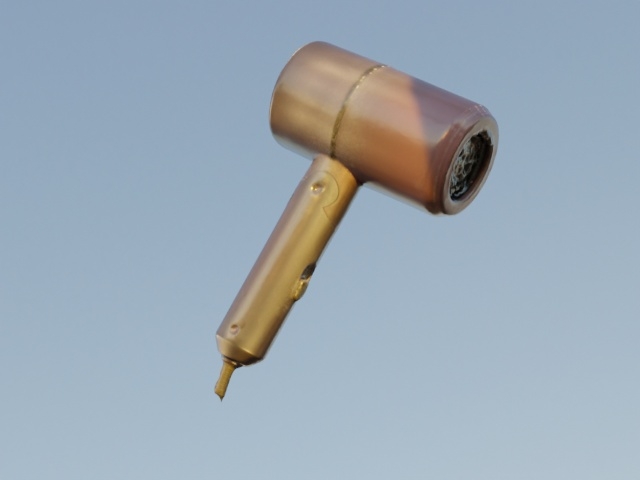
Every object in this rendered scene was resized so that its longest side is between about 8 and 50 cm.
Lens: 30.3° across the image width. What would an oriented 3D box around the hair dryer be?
[{"bbox_3d":[0.000,0.000,0.356,0.114,0.063,0.037,-60,-28,-4],"label":"hair dryer"}]
